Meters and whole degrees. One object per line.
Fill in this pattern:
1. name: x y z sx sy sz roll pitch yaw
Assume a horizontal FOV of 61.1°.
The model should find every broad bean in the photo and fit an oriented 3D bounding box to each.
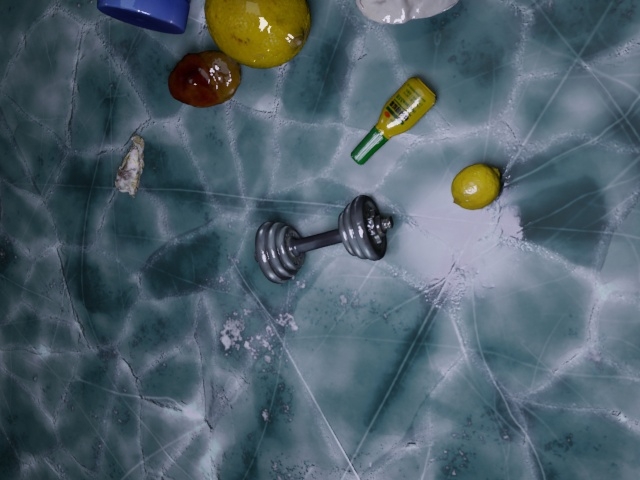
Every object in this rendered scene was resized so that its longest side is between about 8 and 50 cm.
1. broad bean: -0.336 -0.465 1.568 0.228 0.122 0.156 -2 92 26

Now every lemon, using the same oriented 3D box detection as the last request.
1. lemon: 0.376 -0.130 1.310 0.133 0.109 0.109 -36 81 12
2. lemon: -0.159 -0.581 1.411 0.310 0.258 0.258 35 107 21

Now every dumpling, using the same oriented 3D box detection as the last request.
1. dumpling: 0.245 -0.677 1.284 0.260 0.181 0.341 31 84 8

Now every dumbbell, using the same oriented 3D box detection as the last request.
1. dumbbell: 0.000 0.000 1.440 0.406 0.179 0.179 -15 89 24

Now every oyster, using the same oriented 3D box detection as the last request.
1. oyster: -0.598 -0.230 1.744 0.106 0.061 0.200 39 111 -4

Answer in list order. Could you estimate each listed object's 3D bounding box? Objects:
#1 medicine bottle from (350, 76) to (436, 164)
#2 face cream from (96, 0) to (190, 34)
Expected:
1. medicine bottle: 0.180 -0.300 1.400 0.260 0.064 0.095 -45 78 20
2. face cream: -0.489 -0.733 1.536 0.249 0.249 0.225 14 99 21
